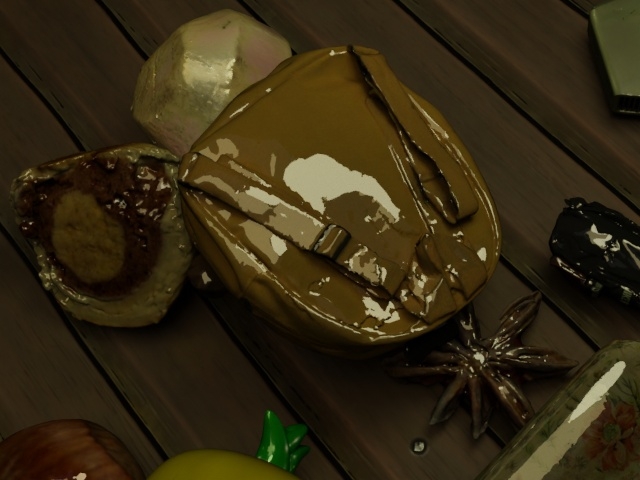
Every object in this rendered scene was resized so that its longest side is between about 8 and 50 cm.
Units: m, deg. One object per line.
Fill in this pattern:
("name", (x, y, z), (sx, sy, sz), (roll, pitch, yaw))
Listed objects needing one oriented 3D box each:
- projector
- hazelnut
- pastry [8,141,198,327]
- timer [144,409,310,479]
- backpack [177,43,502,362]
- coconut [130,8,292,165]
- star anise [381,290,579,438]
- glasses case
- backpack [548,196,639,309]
("projector", (0.504, -0.248, 1.293), (0.270, 0.088, 0.193), (-13, 66, 8))
("hazelnut", (-0.308, 0.313, 1.173), (0.214, 0.176, 0.214), (11, 30, -6))
("pastry", (-0.260, -0.020, 1.316), (0.256, 0.236, 0.170), (-9, 22, 21))
("timer", (-0.080, 0.314, 1.097), (0.285, 0.285, 0.285), (-4, 67, 10))
("backpack", (0.018, -0.029, 1.155), (0.354, 0.201, 0.378), (-33, 72, -13))
("coconut", (-0.124, -0.194, 1.334), (0.237, 0.237, 0.197), (-53, 34, -12))
("star anise", (0.188, 0.142, 1.201), (0.236, 0.093, 0.229), (-13, 71, 11))
("glasses case", (0.260, 0.291, 1.100), (0.425, 0.098, 0.156), (-45, 94, -8))
("backpack", (0.355, 0.025, 1.199), (0.165, 0.120, 0.105), (39, 101, 23))
